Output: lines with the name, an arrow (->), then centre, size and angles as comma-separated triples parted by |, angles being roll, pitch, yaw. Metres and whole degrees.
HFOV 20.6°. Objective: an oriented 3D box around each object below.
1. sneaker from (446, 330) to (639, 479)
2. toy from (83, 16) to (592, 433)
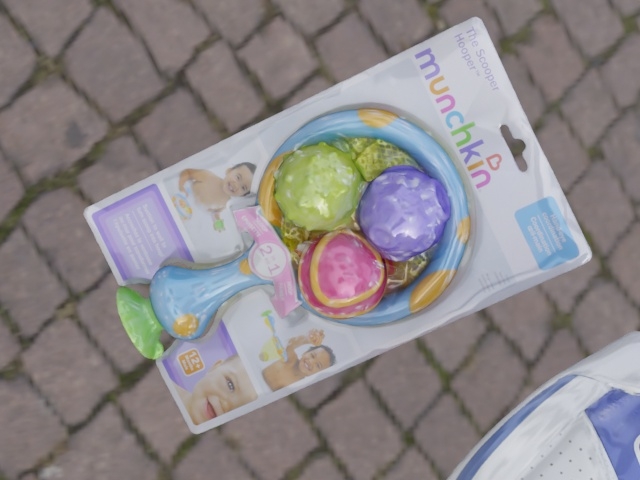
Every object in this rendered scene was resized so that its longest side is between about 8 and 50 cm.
sneaker -> 0.094, 0.211, 0.784 | 0.182, 0.127, 0.315 | 41, 76, 21
toy -> 0.000, 0.000, 0.895 | 0.137, 0.237, 0.056 | 64, 18, -3
